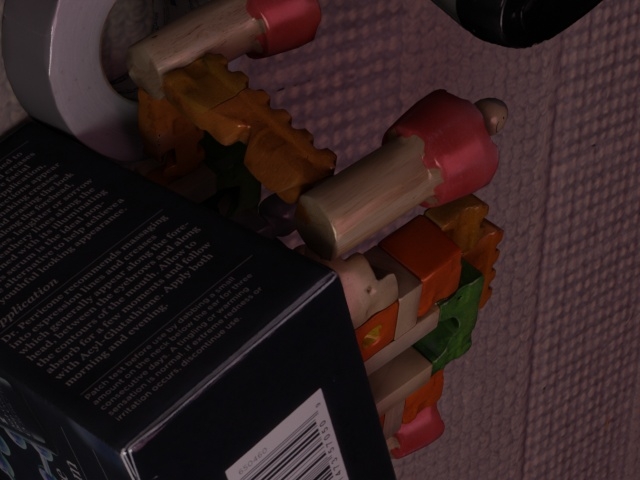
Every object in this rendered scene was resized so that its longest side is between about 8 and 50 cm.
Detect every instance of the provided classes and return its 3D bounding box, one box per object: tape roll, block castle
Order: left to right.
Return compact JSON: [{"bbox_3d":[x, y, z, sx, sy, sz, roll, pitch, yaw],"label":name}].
[{"bbox_3d":[-0.169,-0.183,1.246,0.219,0.072,0.219,-24,126,-39],"label":"tape roll"},{"bbox_3d":[0.000,0.000,1.264,0.213,0.303,0.453,-32,148,-27],"label":"block castle"}]

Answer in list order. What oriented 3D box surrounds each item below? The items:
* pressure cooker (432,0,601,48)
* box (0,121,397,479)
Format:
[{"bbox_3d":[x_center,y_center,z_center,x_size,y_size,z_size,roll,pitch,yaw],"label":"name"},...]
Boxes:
[{"bbox_3d":[0.126,-0.422,1.208,0.375,0.420,0.370,-51,164,13],"label":"pressure cooker"},{"bbox_3d":[-0.159,0.122,1.154,0.212,0.395,0.294,-39,133,-26],"label":"box"}]
